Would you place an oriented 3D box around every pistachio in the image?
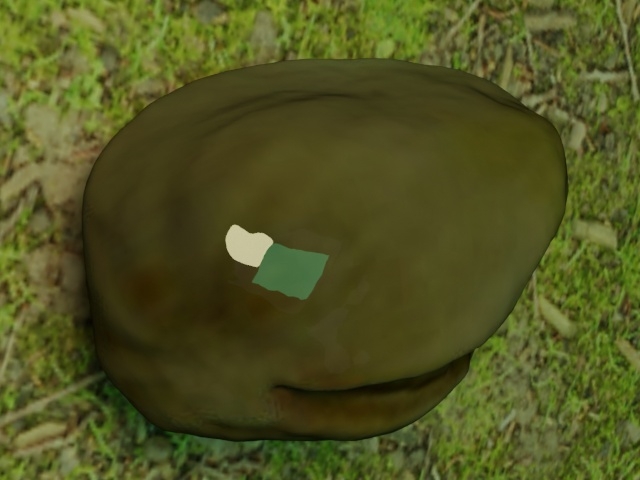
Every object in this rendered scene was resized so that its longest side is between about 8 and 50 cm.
[{"bbox_3d":[0.000,0.000,0.807,0.288,0.197,0.166,-22,156,-47],"label":"pistachio"}]
